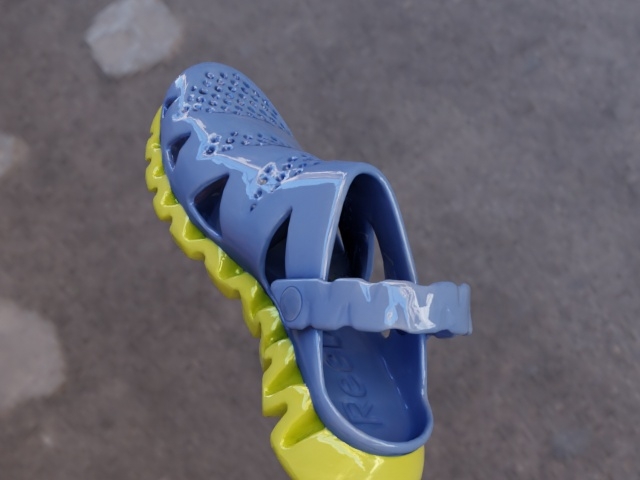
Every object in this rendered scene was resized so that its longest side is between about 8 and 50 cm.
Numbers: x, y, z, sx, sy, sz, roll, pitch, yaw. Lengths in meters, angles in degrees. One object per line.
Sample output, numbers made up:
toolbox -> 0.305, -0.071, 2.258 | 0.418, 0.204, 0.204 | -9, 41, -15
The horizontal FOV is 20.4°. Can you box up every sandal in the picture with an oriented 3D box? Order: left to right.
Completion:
sandal -> 0.000, 0.000, 1.076 | 0.138, 0.126, 0.317 | -55, 52, 34
